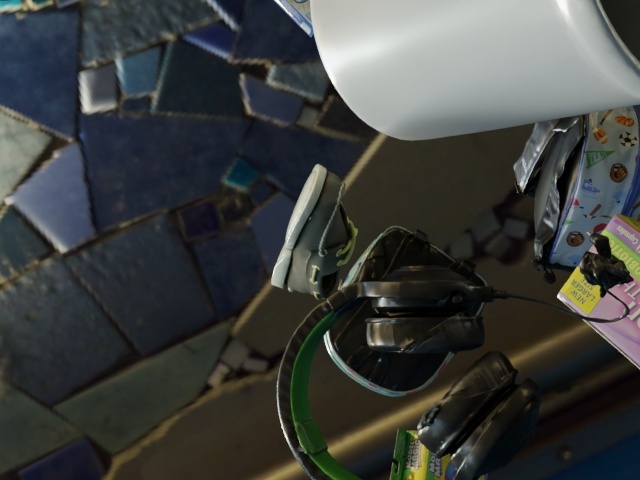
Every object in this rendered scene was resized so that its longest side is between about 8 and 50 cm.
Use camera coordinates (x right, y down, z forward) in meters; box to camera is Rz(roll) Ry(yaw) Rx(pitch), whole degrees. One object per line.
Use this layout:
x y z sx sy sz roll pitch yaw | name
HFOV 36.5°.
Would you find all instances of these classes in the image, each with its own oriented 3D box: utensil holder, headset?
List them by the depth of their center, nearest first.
0.130 0.123 0.976 0.394 0.243 0.185 -30 167 14 | headset
0.222 -0.283 1.085 0.328 0.327 0.385 -33 -164 -36 | utensil holder

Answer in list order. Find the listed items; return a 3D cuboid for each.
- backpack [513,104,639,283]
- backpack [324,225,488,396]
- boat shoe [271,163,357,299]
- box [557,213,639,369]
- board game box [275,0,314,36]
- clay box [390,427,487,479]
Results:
0.441 -0.099 1.554 0.213 0.263 0.276 2 -141 0 | backpack
0.127 0.130 1.621 0.253 0.225 0.191 -57 179 -14 | backpack
0.002 -0.004 1.285 0.305 0.091 0.109 111 1 -66 | boat shoe
0.429 0.090 1.084 0.243 0.117 0.213 10 -151 -45 | box
-0.036 -0.411 1.403 0.136 0.201 0.035 -46 -179 -18 | board game box
0.191 0.389 1.554 0.053 0.222 0.127 -9 -120 37 | clay box
